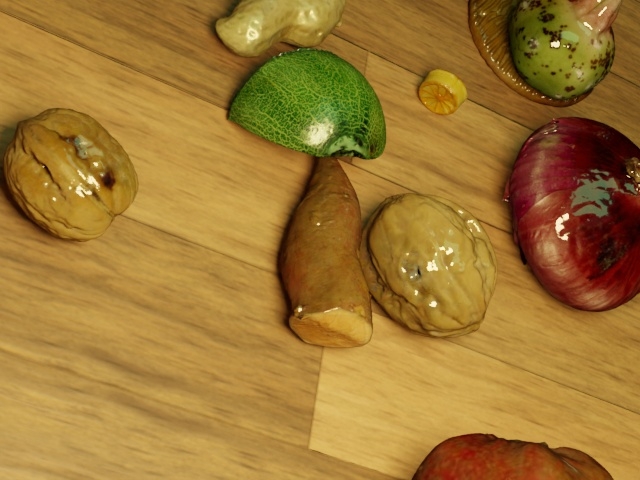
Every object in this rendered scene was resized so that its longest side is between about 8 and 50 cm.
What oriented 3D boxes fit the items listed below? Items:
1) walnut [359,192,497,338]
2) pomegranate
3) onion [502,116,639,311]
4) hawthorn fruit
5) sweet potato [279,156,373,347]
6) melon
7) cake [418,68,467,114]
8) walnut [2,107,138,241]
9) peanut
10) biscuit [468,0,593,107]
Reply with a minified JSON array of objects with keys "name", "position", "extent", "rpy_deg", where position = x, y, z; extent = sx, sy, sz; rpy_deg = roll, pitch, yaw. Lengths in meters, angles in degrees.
[{"name":"walnut","position":[0.165,0.036,1.593],"extent":[0.198,0.198,0.245],"rpy_deg":[-25,77,-37]},{"name":"pomegranate","position":[0.460,-0.384,1.908],"extent":[0.214,0.248,0.214],"rpy_deg":[17,53,-23]},{"name":"onion","position":[0.487,-0.056,1.783],"extent":[0.347,0.285,0.348],"rpy_deg":[16,64,-35]},{"name":"hawthorn fruit","position":[0.256,0.414,1.393],"extent":[0.308,0.308,0.325],"rpy_deg":[10,51,-27]},{"name":"sweet potato","position":[0.001,0.001,1.565],"extent":[0.131,0.131,0.337],"rpy_deg":[13,51,-25]},{"name":"melon","position":[0.014,-0.212,1.630],"extent":[0.265,0.129,0.169],"rpy_deg":[0,29,-33]},{"name":"cake","position":[0.216,-0.263,1.849],"extent":[0.084,0.084,0.044],"rpy_deg":[40,61,-7]},{"name":"walnut","position":[-0.336,-0.090,1.390],"extent":[0.184,0.155,0.155],"rpy_deg":[48,51,-7]},{"name":"peanut","position":[-0.060,-0.369,1.726],"extent":[0.263,0.101,0.117],"rpy_deg":[-20,57,-36]},{"name":"biscuit","position":[0.429,-0.408,2.080],"extent":[0.318,0.040,0.318],"rpy_deg":[14,59,-24]}]
